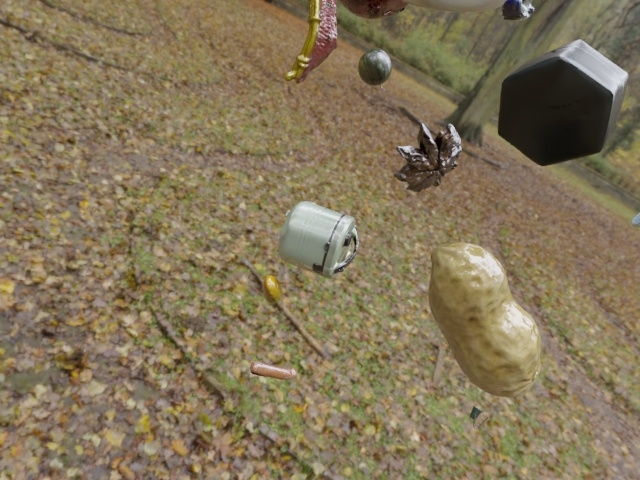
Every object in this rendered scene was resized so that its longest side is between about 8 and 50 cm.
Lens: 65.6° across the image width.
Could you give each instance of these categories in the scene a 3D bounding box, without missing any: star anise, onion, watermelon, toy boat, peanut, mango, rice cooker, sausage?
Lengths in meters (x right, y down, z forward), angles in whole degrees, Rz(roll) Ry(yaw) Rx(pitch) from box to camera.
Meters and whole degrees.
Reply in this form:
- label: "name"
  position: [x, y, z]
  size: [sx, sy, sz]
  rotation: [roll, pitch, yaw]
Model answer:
- label: "star anise"
  position: [0.345, -0.246, 1.538]
  size: [0.223, 0.236, 0.109]
  rotation: [-14, 43, -15]
- label: "onion"
  position: [0.175, -0.811, 1.535]
  size: [0.276, 0.276, 0.276]
  rotation: [24, 25, -12]
- label: "watermelon"
  position: [0.172, -0.521, 1.531]
  size: [0.105, 0.105, 0.133]
  rotation: [-60, 130, -66]
- label: "toy boat"
  position: [-0.017, -0.450, 0.952]
  size: [0.099, 0.318, 0.141]
  rotation: [1, -13, -3]
- label: "peanut"
  position: [0.327, 0.165, 0.990]
  size: [0.387, 0.169, 0.192]
  rotation: [57, -9, -22]
- label: "mango"
  position: [-0.147, 0.146, 1.488]
  size: [0.057, 0.114, 0.079]
  rotation: [-10, 68, 1]
- label: "rice cooker"
  position: [0.000, 0.000, 1.580]
  size: [0.244, 0.226, 0.226]
  rotation: [18, 22, 14]
- label: "sausage"
  position: [-0.141, 0.404, 1.537]
  size: [0.176, 0.040, 0.047]
  rotation: [22, 7, -37]

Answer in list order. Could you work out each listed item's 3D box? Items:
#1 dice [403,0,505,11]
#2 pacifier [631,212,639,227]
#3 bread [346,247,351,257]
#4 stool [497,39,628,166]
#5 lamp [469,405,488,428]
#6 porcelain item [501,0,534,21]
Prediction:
- label: "dice"
  position: [0.290, -0.686, 1.059]
  size: [0.277, 0.304, 0.304]
  rotation: [4, 42, 2]
- label: "pacifier"
  position: [0.950, -0.076, 1.234]
  size: [0.233, 0.244, 0.299]
  rotation: [61, -9, 6]
- label: "bread"
  position: [0.045, 0.067, 2.114]
  size: [0.039, 0.182, 0.251]
  rotation: [58, 13, -12]
- label: "stool"
  position: [0.486, -0.276, 1.007]
  size: [0.232, 0.232, 0.141]
  rotation: [36, 53, 15]
- label: "lamp"
  position: [0.505, 0.575, 1.612]
  size: [0.041, 0.054, 0.121]
  rotation: [32, -4, 13]
- label: "porcelain item"
  position: [0.200, -0.248, 0.426]
  size: [0.136, 0.075, 0.021]
  rotation: [-38, 43, -26]
